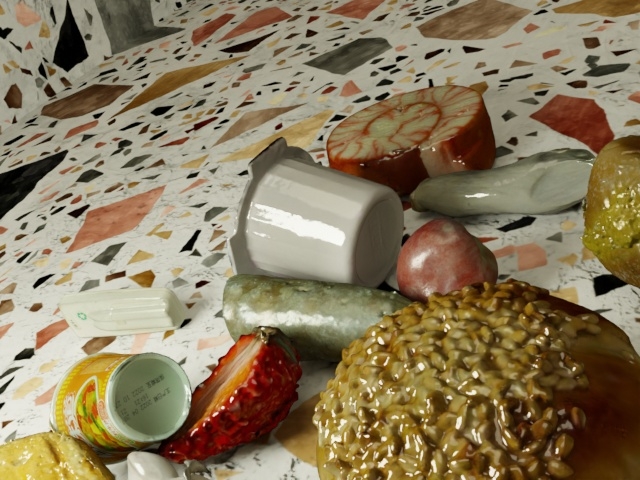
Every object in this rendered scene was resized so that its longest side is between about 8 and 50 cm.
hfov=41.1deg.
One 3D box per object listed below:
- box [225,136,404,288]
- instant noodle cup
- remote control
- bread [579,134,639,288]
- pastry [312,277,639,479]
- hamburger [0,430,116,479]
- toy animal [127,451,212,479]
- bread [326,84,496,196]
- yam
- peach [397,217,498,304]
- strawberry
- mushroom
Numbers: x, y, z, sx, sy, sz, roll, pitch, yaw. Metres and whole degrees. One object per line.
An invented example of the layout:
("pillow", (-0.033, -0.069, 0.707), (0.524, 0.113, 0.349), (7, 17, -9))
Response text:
("box", (0.000, 0.000, 1.394), (0.206, 0.262, 0.291), (15, 82, 31))
("instant noodle cup", (-0.263, 0.221, 1.159), (0.168, 0.168, 0.185), (-43, 9, -33))
("remote control", (-0.352, 0.131, 1.503), (0.230, 0.090, 0.049), (-6, 37, 23))
("bread", (0.473, -0.028, 1.142), (0.176, 0.195, 0.246), (-31, 30, -25))
("pastry", (0.178, 0.203, 0.893), (0.410, 0.245, 0.409), (-16, 32, 10))
("hamburger", (-0.375, 0.379, 1.036), (0.319, 0.158, 0.318), (-15, 29, 9))
("toy animal", (-0.129, 0.344, 0.907), (0.154, 0.208, 0.325), (-51, 18, 9))
("bread", (0.175, -0.193, 1.683), (0.328, 0.114, 0.295), (-14, 31, 15))
("yam", (0.009, 0.121, 1.267), (0.331, 0.133, 0.133), (2, 37, 27))
("peach", (0.180, 0.044, 1.272), (0.152, 0.152, 0.152), (-16, 30, 9))
("strawberry", (-0.110, 0.233, 1.176), (0.236, 0.111, 0.190), (-47, 14, 2))
("mushroom", (0.314, -0.090, 1.448), (0.352, 0.097, 0.109), (-6, 32, 29))
